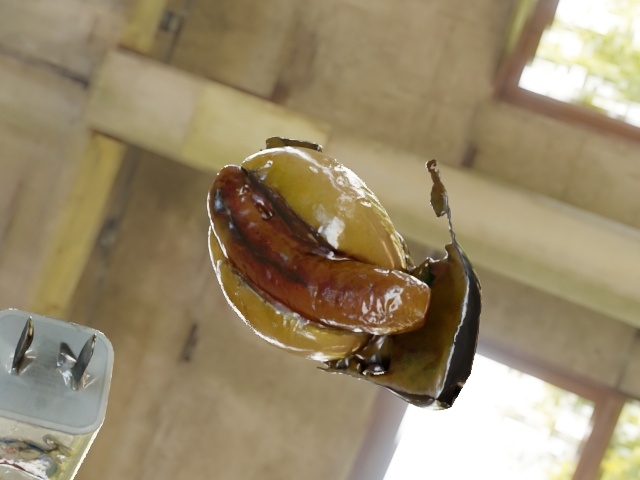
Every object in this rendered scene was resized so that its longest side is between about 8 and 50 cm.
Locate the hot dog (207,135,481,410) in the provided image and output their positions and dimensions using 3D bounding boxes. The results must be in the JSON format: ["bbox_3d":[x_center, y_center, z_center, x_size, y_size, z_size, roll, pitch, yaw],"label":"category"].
[{"bbox_3d":[-0.003,0.005,1.637,0.107,0.326,0.194,15,-88,-40],"label":"hot dog"}]

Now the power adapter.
[{"bbox_3d":[-0.272,0.140,1.922,0.205,0.130,0.125,120,161,-51],"label":"power adapter"}]
